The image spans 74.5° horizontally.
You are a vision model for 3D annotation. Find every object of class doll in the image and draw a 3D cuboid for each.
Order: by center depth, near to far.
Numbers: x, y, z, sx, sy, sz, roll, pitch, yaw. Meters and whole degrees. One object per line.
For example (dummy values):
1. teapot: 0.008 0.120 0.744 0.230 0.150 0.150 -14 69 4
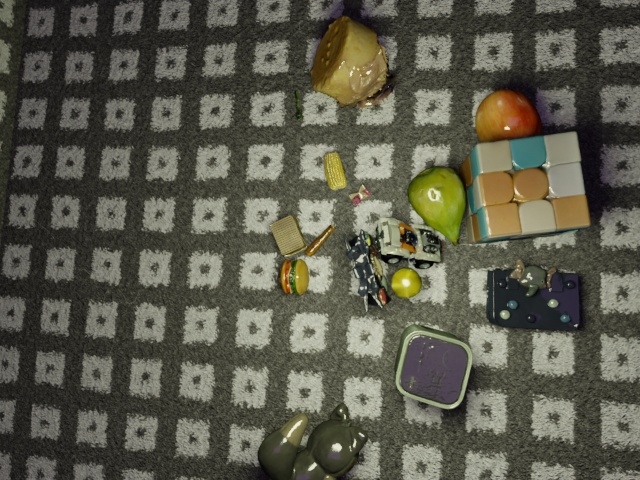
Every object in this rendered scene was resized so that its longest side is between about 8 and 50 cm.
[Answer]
1. doll: -0.008 0.811 1.624 0.382 0.379 0.252 -50 44 -10

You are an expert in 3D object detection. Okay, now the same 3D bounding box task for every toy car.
1. toy car: 0.361 0.003 1.695 0.301 0.118 0.193 9 58 -18

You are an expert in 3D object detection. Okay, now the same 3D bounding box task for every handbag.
1. handbag: 0.832 0.212 1.655 0.325 0.118 0.269 1 85 7
2. handbag: 0.184 0.116 1.656 0.121 0.329 0.304 -17 83 7

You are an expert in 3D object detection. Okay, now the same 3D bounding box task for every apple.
1. apple: 0.741 -0.469 1.662 0.241 0.242 0.241 -13 70 8

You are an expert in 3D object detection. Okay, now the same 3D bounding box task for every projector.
1. projector: 0.425 0.474 1.627 0.248 0.249 0.248 14 87 10

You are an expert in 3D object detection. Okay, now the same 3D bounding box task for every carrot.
1. carrot: 0.000 0.000 1.845 0.042 0.042 0.171 42 89 10

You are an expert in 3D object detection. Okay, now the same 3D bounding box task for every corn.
1. corn: 0.062 -0.305 1.847 0.085 0.063 0.166 -13 81 17

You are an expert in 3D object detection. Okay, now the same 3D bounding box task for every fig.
1. fig: 0.501 -0.157 1.694 0.314 0.233 0.233 41 92 5

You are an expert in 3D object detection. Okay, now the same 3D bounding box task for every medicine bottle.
1. medicine bottle: 0.342 0.167 1.673 0.124 0.239 0.124 0 88 10

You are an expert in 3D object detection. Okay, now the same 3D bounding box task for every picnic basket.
1. picnic basket: -0.138 -0.020 1.847 0.115 0.079 0.164 -24 82 6

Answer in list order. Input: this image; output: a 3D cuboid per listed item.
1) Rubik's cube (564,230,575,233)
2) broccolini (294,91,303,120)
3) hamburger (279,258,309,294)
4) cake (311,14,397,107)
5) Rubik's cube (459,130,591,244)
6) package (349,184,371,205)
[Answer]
1. Rubik's cube: 0.983 -0.075 1.674 0.084 0.075 0.073 -4 40 9
2. broccolini: -0.105 -0.612 1.924 0.035 0.030 0.140 -21 75 43
3. hamburger: -0.110 0.155 1.791 0.115 0.162 0.162 -3 85 10
4. cake: 0.162 -0.730 1.786 0.320 0.332 0.333 16 87 -27
5. Rubik's cube: 0.740 -0.177 1.584 0.346 0.346 0.345 -6 85 9
6. package: 0.170 -0.196 1.838 0.083 0.029 0.059 -39 88 15
